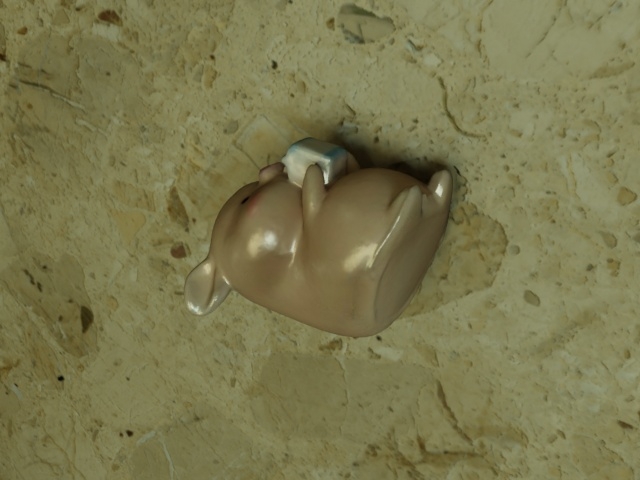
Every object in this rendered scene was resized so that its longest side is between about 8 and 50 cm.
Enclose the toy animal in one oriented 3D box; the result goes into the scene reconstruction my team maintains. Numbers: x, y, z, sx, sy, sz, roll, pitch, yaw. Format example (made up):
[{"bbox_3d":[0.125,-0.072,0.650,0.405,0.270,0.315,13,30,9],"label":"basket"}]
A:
[{"bbox_3d":[-0.003,-0.003,1.186,0.256,0.195,0.212,20,119,29],"label":"toy animal"}]
